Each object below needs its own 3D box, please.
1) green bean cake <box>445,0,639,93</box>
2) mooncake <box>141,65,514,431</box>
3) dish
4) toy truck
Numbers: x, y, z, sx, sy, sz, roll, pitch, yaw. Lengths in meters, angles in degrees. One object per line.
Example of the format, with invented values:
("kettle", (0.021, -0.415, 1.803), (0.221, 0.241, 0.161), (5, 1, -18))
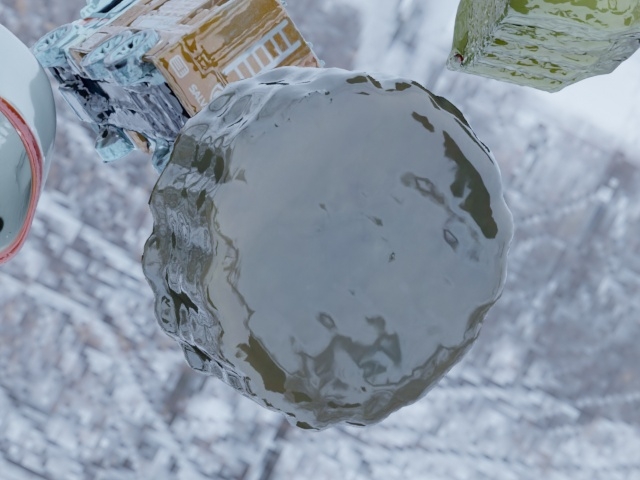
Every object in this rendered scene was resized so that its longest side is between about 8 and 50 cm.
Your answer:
("green bean cake", (0.185, -0.235, 1.324), (0.124, 0.233, 0.236), (12, 171, -4))
("mooncake", (0.000, 0.000, 1.165), (0.228, 0.228, 0.124), (24, 179, -34))
("dish", (-0.313, -0.099, 1.401), (0.256, 0.256, 0.117), (26, -133, -13))
("toy truck", (-0.129, -0.157, 1.622), (0.136, 0.162, 0.305), (56, 163, -23))
